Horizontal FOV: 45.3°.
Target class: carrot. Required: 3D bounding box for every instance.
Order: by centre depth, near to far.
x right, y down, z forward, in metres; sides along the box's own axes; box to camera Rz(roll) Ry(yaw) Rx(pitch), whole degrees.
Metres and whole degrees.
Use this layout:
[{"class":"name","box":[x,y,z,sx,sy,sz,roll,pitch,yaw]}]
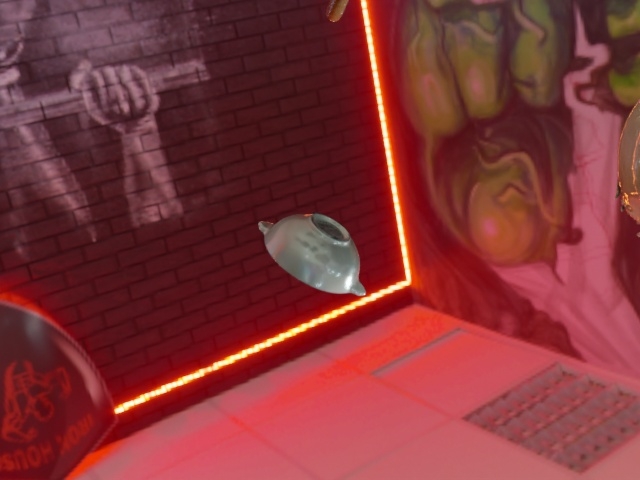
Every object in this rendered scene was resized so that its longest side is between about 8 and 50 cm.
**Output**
[{"class":"carrot","box":[0.069,-0.615,1.813,0.043,0.043,0.248,-24,160,-36]}]

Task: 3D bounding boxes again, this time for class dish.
[{"class":"dish","box":[0.000,0.000,1.509,0.236,0.086,0.228,25,-156,-15]}]

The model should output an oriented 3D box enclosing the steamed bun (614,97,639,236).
[{"class":"steamed bun","box":[0.680,-0.157,1.394,0.334,0.311,0.233,-11,-176,-34]}]
